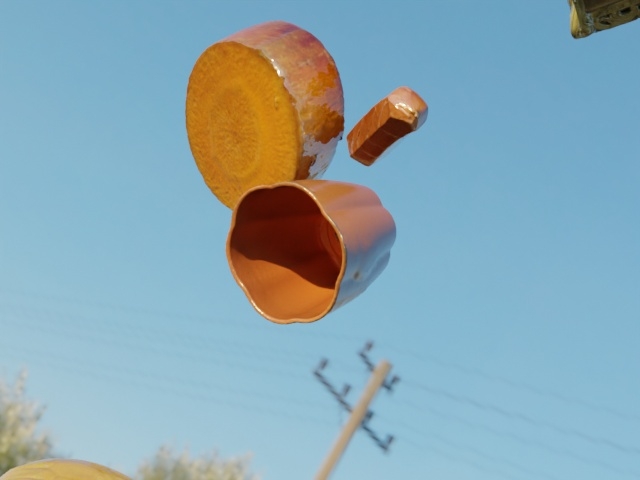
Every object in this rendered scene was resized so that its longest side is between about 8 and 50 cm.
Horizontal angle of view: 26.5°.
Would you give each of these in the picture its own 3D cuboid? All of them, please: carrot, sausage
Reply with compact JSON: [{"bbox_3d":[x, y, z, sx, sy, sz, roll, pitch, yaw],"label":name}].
[{"bbox_3d":[-0.086,-0.164,1.884,0.307,0.100,0.258,-37,-108,54],"label":"carrot"},{"bbox_3d":[0.088,-0.150,1.741,0.065,0.065,0.169,32,-25,-9],"label":"sausage"}]

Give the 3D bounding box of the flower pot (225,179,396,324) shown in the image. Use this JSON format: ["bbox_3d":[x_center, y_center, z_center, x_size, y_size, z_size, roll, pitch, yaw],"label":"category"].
[{"bbox_3d":[0.000,0.000,1.759,0.190,0.173,0.191,10,-72,33],"label":"flower pot"}]

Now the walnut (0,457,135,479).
[{"bbox_3d":[-0.199,0.271,1.150,0.206,0.159,0.159,26,-20,-7],"label":"walnut"}]

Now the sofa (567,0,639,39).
[{"bbox_3d":[0.374,-0.408,1.723,0.200,0.258,0.182,-18,-49,11],"label":"sofa"}]
